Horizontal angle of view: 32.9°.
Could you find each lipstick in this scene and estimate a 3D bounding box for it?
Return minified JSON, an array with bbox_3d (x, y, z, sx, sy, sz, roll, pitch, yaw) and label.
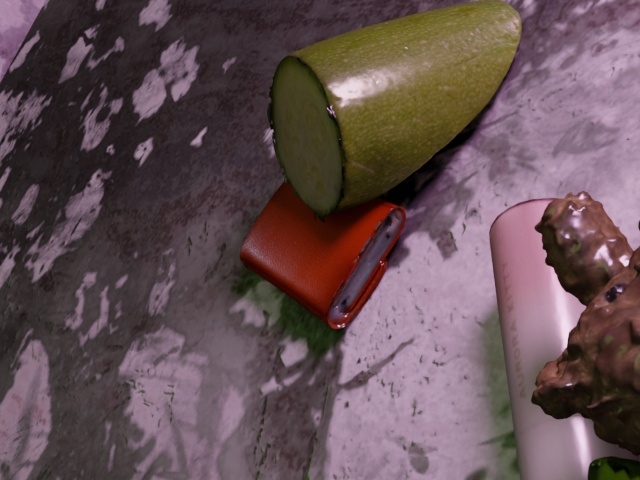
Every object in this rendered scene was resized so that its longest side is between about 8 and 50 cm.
[{"bbox_3d":[0.188,0.118,0.828,0.087,0.087,0.327,-30,43,32],"label":"lipstick"}]

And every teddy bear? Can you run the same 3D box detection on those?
[{"bbox_3d":[0.260,0.001,0.701,0.246,0.222,0.296,16,84,28],"label":"teddy bear"}]

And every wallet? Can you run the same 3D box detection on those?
[{"bbox_3d":[0.000,0.000,1.177,0.142,0.045,0.204,-58,35,-1],"label":"wallet"}]

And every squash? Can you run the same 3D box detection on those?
[{"bbox_3d":[0.093,-0.143,1.160,0.189,0.260,0.189,45,144,47],"label":"squash"}]

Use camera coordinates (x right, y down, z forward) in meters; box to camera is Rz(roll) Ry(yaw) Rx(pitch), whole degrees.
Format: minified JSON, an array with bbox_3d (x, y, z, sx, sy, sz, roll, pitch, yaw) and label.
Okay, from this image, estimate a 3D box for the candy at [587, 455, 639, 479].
[{"bbox_3d":[0.213,0.255,0.614,0.069,0.246,0.149,-23,20,-30],"label":"candy"}]
